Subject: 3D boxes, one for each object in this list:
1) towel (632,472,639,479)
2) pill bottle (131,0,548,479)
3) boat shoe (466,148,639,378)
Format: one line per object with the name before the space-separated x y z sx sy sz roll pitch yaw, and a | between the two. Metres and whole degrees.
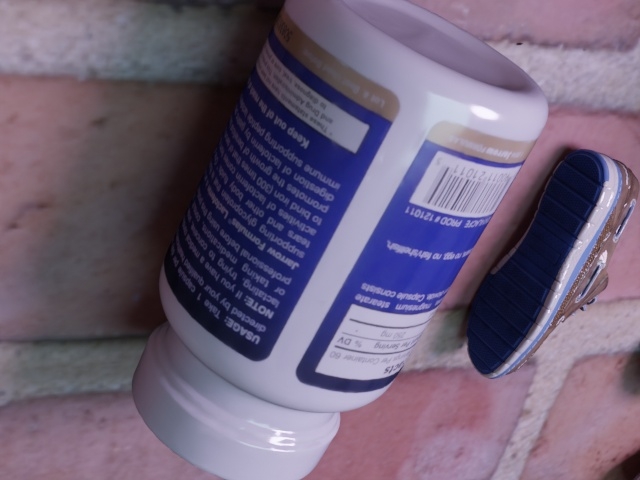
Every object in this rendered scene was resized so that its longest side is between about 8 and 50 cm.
towel | 0.424 0.258 1.105 0.235 0.121 0.283 -28 134 -6
pill bottle | 0.000 0.000 0.644 0.153 0.153 0.264 12 117 -35
boat shoe | 0.173 0.025 0.820 0.066 0.066 0.183 13 116 -37
